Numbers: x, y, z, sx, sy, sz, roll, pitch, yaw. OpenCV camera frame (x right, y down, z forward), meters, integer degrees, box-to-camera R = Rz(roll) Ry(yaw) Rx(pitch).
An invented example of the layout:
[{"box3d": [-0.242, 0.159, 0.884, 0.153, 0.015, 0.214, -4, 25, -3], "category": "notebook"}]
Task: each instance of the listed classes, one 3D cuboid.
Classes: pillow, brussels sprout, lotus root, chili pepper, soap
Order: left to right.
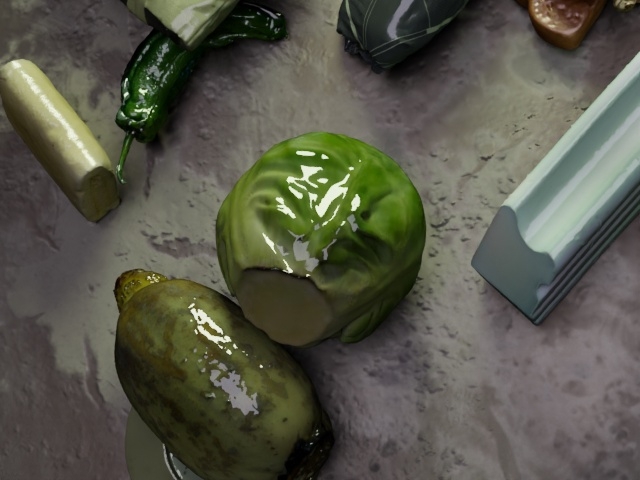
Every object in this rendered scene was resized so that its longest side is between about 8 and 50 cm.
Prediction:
[{"box3d": [-0.170, -0.192, 1.587, 0.122, 0.065, 0.279, 39, 84, 26], "category": "chili pepper"}, {"box3d": [-0.125, 0.147, 1.449, 0.309, 0.173, 0.173, 40, 91, 19], "category": "lotus root"}, {"box3d": [0.000, 0.000, 1.438, 0.244, 0.244, 0.244, -2, 80, 13], "category": "brussels sprout"}, {"box3d": [0.128, -0.346, 1.502, 0.335, 0.092, 0.161, -60, 40, 10], "category": "pillow"}, {"box3d": [0.283, -0.055, 1.401, 0.095, 0.173, 0.289, 43, 93, 18], "category": "soap"}]

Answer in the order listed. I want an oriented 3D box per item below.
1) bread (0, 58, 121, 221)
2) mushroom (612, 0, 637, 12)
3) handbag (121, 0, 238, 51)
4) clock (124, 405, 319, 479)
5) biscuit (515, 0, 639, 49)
[{"box3d": [-0.307, -0.118, 1.580, 0.060, 0.139, 0.178, -34, 74, -17], "category": "bread"}, {"box3d": [0.299, -0.319, 1.443, 0.135, 0.080, 0.170, -30, 69, 19], "category": "mushroom"}, {"box3d": [-0.166, -0.386, 1.584, 0.253, 0.109, 0.316, -47, 61, -4], "category": "handbag"}, {"box3d": [-0.110, 0.228, 1.523, 0.235, 0.029, 0.235, -2, 81, 15], "category": "clock"}, {"box3d": [0.318, -0.368, 1.513, 0.306, 0.043, 0.284, -17, 74, 13], "category": "biscuit"}]
